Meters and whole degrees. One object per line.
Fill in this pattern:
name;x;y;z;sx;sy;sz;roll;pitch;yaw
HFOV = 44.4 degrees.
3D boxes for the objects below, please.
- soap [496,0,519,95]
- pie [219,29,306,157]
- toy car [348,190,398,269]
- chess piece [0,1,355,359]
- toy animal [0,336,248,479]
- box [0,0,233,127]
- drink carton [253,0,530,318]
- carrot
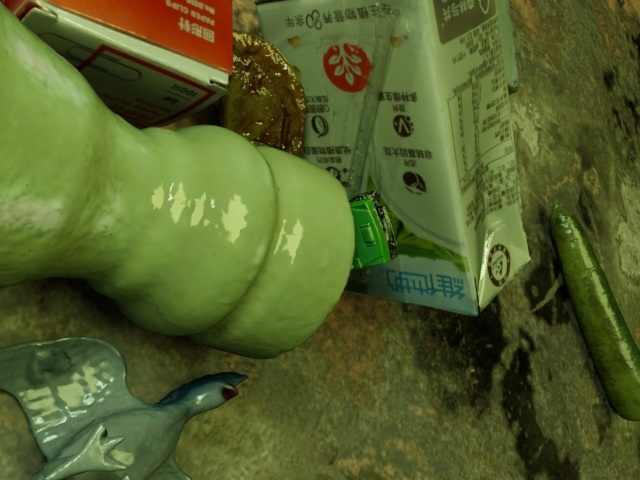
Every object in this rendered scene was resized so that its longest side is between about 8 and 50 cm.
soap;0.109;-0.305;0.964;0.258;0.159;0.302;8;71;-41
pie;-0.059;-0.105;0.748;0.033;0.088;0.191;-98;-169;-66
toy car;0.000;0.000;0.753;0.063;0.165;0.071;-28;103;-40
chess piece;-0.180;-0.033;0.563;0.442;0.234;0.233;22;63;-44
toy animal;-0.164;0.176;0.606;0.256;0.176;0.239;-24;92;-11
box;-0.178;-0.169;0.652;0.182;0.133;0.099;15;66;-42
drink carton;0.080;-0.103;0.775;0.132;0.194;0.324;-36;122;-40
carrot;0.428;0.109;1.207;0.074;0.074;0.358;-27;95;-45
